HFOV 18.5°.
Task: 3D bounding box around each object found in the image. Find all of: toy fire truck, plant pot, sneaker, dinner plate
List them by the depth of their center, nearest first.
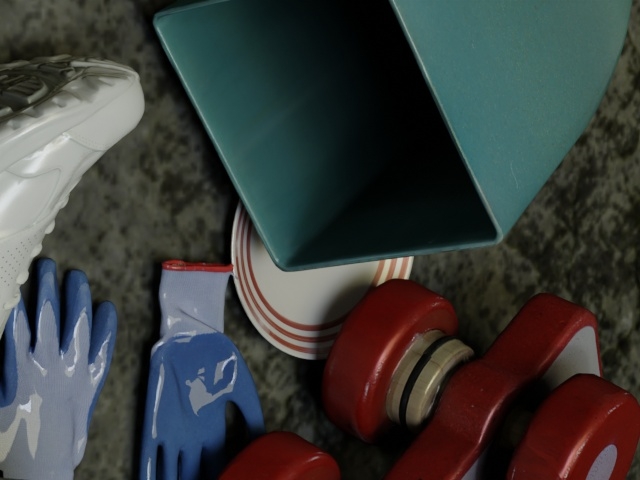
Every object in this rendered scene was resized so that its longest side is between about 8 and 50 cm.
[{"bbox_3d":[-0.176,-0.004,0.982,0.232,0.090,0.115,-37,125,-20],"label":"sneaker"},{"bbox_3d":[0.065,-0.118,1.104,0.234,0.165,0.165,-42,114,-41],"label":"plant pot"},{"bbox_3d":[0.000,0.000,1.165,0.141,0.017,0.141,-7,100,-40],"label":"dinner plate"},{"bbox_3d":[0.071,0.186,1.177,0.302,0.169,0.254,-49,149,-25],"label":"toy fire truck"}]

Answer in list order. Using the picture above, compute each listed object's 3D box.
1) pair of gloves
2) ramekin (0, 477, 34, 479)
[{"bbox_3d":[-0.110,0.087,1.081,0.198,0.023,0.159,-2,99,-39],"label":"pair of gloves"},{"bbox_3d":[-0.197,0.173,0.846,0.303,0.303,0.148,11,82,-40],"label":"ramekin"}]
